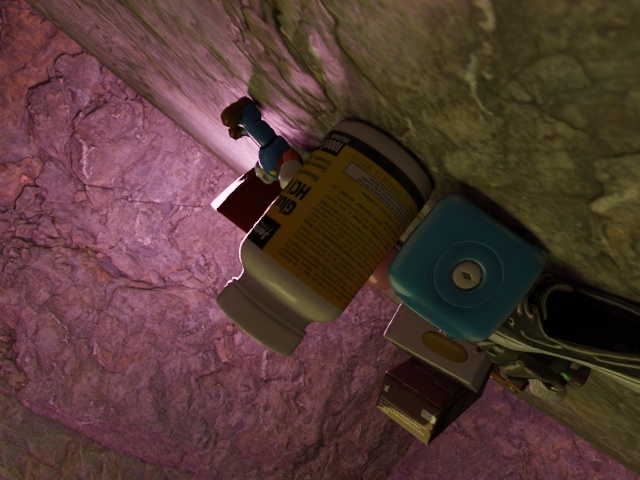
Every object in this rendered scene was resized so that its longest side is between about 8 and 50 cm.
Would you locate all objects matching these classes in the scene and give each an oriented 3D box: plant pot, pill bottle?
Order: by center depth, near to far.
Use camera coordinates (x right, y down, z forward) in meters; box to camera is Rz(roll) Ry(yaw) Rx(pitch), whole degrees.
[{"bbox_3d":[0.000,0.000,0.689,0.188,0.334,0.188,38,175,4],"label":"pill bottle"},{"bbox_3d":[-0.124,-0.104,1.277,0.267,0.235,0.267,38,176,-18],"label":"plant pot"}]

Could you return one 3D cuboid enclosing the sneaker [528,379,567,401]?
[{"bbox_3d":[0.663,0.414,1.302,0.232,0.090,0.115,39,172,-26],"label":"sneaker"}]

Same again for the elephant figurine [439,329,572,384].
[{"bbox_3d":[0.358,0.186,0.809,0.239,0.186,0.169,29,-153,-56],"label":"elephant figurine"}]

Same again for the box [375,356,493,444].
[{"bbox_3d":[0.364,0.449,1.399,0.191,0.143,0.381,28,-158,37],"label":"box"}]

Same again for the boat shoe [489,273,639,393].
[{"bbox_3d":[0.333,0.098,0.628,0.335,0.121,0.119,15,152,50],"label":"boat shoe"}]

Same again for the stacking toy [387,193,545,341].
[{"bbox_3d":[0.198,0.020,0.732,0.175,0.165,0.302,34,-169,-4],"label":"stacking toy"}]

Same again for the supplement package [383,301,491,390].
[{"bbox_3d":[0.360,0.269,1.289,0.263,0.199,0.198,26,169,31],"label":"supplement package"}]

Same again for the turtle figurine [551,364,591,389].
[{"bbox_3d":[0.472,0.253,1.029,0.234,0.118,0.175,32,175,5],"label":"turtle figurine"}]

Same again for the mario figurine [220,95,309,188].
[{"bbox_3d":[-0.094,-0.146,0.967,0.320,0.170,0.198,45,-149,6],"label":"mario figurine"}]

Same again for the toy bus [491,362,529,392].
[{"bbox_3d":[0.626,0.427,1.597,0.130,0.108,0.332,39,176,1],"label":"toy bus"}]

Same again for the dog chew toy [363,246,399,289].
[{"bbox_3d":[0.104,0.044,1.311,0.332,0.206,0.206,23,167,42],"label":"dog chew toy"}]
